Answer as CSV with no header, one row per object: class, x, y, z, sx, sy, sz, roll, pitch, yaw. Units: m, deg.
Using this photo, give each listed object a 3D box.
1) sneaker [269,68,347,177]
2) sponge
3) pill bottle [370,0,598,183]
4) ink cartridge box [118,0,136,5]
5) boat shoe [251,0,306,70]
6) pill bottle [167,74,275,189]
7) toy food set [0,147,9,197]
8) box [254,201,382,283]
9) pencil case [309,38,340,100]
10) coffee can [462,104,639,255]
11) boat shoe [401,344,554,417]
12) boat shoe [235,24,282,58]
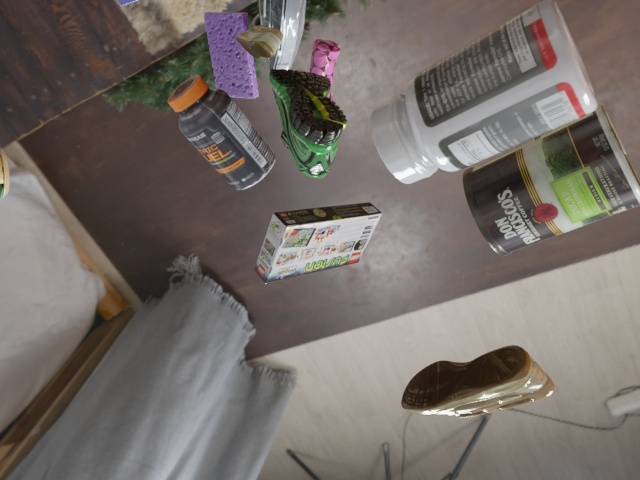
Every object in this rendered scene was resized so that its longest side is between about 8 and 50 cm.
sneaker,-0.045,-0.263,1.053,0.134,0.343,0.146,3,131,-15
sponge,-0.229,-0.477,1.271,0.117,0.031,0.210,11,124,23
pill bottle,0.226,-0.200,0.721,0.283,0.161,0.161,-22,114,34
ink cartridge box,-0.396,-0.757,1.148,0.304,0.072,0.307,-32,118,-22
boat shoe,-0.107,-0.525,1.205,0.119,0.121,0.335,18,155,-3
pill bottle,-0.218,-0.237,1.078,0.130,0.130,0.245,-26,127,21
toy food set,-0.490,-0.102,0.745,0.083,0.020,0.082,50,129,29
box,0.000,0.000,0.801,0.036,0.207,0.114,47,129,33
pencil case,0.012,-0.543,1.602,0.098,0.095,0.209,-6,137,-18
coffee can,0.455,-0.110,0.976,0.275,0.201,0.201,-26,113,33
boat shoe,0.308,0.318,1.021,0.110,0.121,0.341,40,140,-14
boat shoe,-0.105,-0.351,0.863,0.045,0.135,0.050,-50,131,-2
